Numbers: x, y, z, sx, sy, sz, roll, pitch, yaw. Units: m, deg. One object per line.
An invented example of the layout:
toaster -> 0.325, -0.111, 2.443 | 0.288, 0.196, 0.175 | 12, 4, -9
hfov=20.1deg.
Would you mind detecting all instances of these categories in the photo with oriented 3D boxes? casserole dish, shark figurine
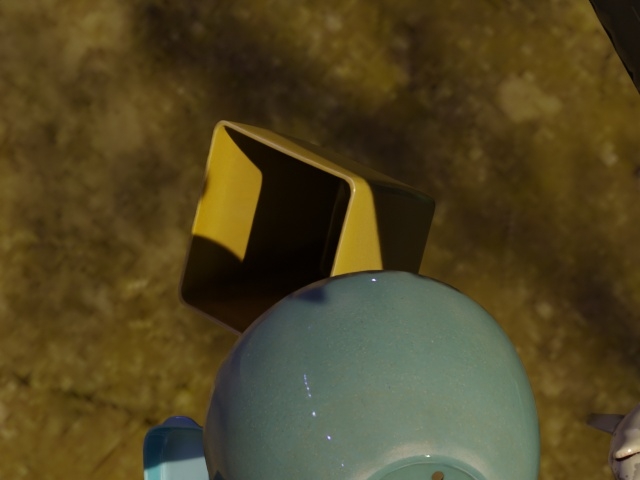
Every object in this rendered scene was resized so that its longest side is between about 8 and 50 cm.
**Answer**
casserole dish -> -0.146, 0.291, 2.083 | 0.037, 0.114, 0.188 | -16, 104, -60
shark figurine -> 0.397, 0.185, 1.886 | 0.278, 0.166, 0.116 | -36, 102, -16

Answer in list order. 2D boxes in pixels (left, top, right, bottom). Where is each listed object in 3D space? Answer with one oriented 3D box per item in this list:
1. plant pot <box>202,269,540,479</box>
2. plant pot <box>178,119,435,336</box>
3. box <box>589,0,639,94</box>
plant pot -> 0.059, 0.194, 1.486 | 0.290, 0.290, 0.195 | 29, 12, -19
plant pot -> 0.000, 0.000, 1.958 | 0.212, 0.212, 0.187 | 26, 19, 38
box -> 0.494, -0.083, 1.188 | 0.297, 0.472, 0.480 | -31, 94, -24
